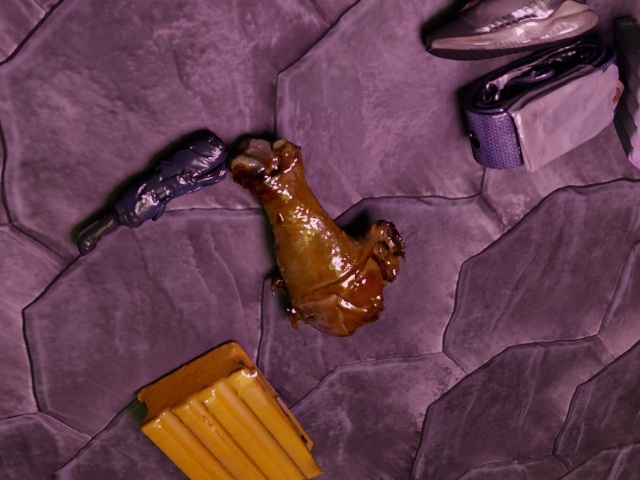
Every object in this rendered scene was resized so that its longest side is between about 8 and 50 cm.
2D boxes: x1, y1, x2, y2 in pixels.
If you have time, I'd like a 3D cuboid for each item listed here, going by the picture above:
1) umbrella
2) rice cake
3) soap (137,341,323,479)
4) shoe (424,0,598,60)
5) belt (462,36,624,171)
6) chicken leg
[{"bbox_3d":[-0.230,-0.058,0.937,0.248,0.071,0.071,-32,126,2],"label":"umbrella"},{"bbox_3d":[0.449,-0.215,0.998,0.037,0.198,0.189,-3,129,14],"label":"rice cake"},{"bbox_3d":[-0.145,0.336,1.204,0.204,0.096,0.324,-28,127,0],"label":"soap"},{"bbox_3d":[0.250,-0.308,0.934,0.228,0.099,0.112,-6,95,6],"label":"shoe"},{"bbox_3d":[0.314,-0.201,0.988,0.231,0.139,0.126,-26,126,-8],"label":"belt"},{"bbox_3d":[0.014,0.007,1.020,0.212,0.140,0.361,-15,129,0],"label":"chicken leg"}]
